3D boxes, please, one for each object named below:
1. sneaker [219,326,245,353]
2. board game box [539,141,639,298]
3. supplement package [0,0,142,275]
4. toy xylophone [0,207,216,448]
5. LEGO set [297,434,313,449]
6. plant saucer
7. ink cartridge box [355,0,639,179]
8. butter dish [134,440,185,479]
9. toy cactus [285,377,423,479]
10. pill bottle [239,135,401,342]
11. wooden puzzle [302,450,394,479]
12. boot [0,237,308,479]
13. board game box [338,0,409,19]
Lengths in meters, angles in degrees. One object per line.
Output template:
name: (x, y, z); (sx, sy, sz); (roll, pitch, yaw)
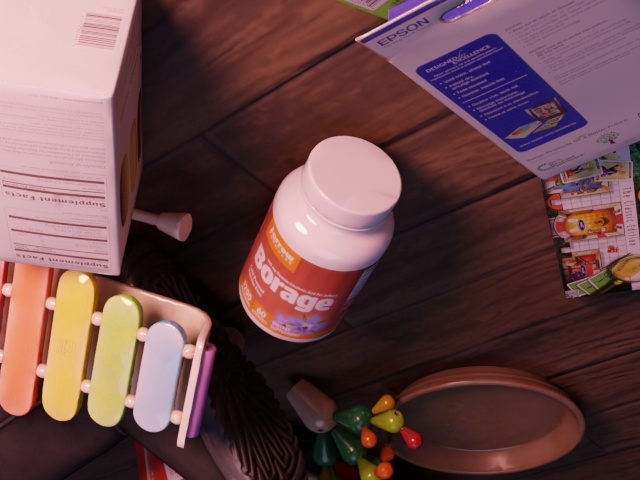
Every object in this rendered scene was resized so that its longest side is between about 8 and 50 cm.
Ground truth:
sneaker: (-0.175, 0.141, 1.261); (0.152, 0.058, 0.085); (5, 135, -14)
board game box: (0.297, -0.029, 1.025); (0.136, 0.030, 0.260); (-11, 141, 15)
supplement package: (-0.229, -0.097, 0.884); (0.133, 0.139, 0.244); (8, 144, -4)
toy xylophone: (-0.244, 0.070, 1.023); (0.322, 0.081, 0.236); (8, 104, 16)
LEGO set: (0.008, 0.295, 1.489); (0.083, 0.023, 0.054); (22, 139, -3)
plant saucer: (0.217, 0.244, 1.384); (0.277, 0.041, 0.278); (2, 143, 1)
ink cartridge box: (0.172, -0.145, 0.767); (0.165, 0.065, 0.332); (-22, 156, 27)
butter dish: (-0.166, 0.290, 1.412); (0.160, 0.160, 0.118); (-18, 162, 25)
toy cactus: (0.035, 0.249, 1.337); (0.180, 0.112, 0.219); (46, 147, 6)
pill bottle: (0.000, 0.000, 1.009); (0.121, 0.121, 0.216); (13, 142, -12)
wooden puzzle: (0.007, 0.417, 1.587); (0.347, 0.081, 0.322); (28, 143, -22)
boot: (-0.278, 0.252, 1.196); (0.445, 0.146, 0.367); (-31, 92, 21)
board game box: (0.129, -0.192, 0.761); (0.259, 0.039, 0.124); (13, 149, -38)
